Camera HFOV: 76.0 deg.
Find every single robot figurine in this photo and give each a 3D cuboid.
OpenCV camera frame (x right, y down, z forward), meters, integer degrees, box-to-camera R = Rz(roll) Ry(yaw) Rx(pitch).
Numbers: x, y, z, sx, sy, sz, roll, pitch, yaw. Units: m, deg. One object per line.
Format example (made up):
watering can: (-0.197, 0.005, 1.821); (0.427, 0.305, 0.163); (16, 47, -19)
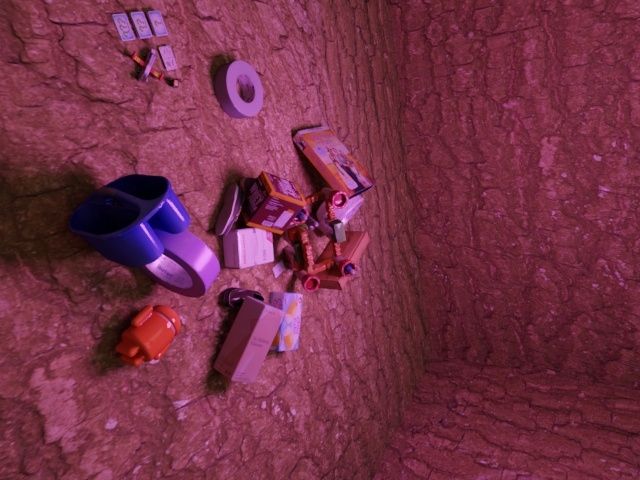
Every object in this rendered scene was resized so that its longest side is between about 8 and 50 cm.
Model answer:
robot figurine: (-0.539, 0.297, 1.311); (0.158, 0.128, 0.219); (49, 45, -9)

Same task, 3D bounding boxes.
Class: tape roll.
tape roll: (-0.332, -0.617, 1.684); (0.219, 0.072, 0.220); (1, 88, -57)
tape roll: (-0.460, 0.063, 1.293); (0.090, 0.274, 0.275); (-62, 138, -36)

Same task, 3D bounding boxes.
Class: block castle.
block castle: (0.000, 0.000, 1.945); (0.302, 0.212, 0.454); (-20, 119, -21)

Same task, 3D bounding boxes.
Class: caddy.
caddy: (-0.530, -0.074, 1.123); (0.241, 0.341, 0.179); (-56, 138, -32)

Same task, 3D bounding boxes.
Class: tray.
tray: (0.102, 0.097, 2.252); (0.411, 0.202, 0.076); (-55, 136, -42)

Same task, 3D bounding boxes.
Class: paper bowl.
paper bowl: (0.090, -0.162, 2.209); (0.148, 0.284, 0.284); (43, 38, 8)

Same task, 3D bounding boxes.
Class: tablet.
tablet: (-0.199, 0.136, 1.960); (0.083, 0.006, 0.054); (-44, 126, -48)

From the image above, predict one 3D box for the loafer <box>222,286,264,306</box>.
loafer: (-0.315, 0.235, 1.708); (0.220, 0.078, 0.080); (6, 85, -58)

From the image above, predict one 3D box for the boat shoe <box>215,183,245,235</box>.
boat shoe: (-0.355, -0.114, 1.640); (0.068, 0.081, 0.228); (39, 56, -46)

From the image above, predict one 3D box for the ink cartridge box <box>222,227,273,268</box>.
ink cartridge box: (-0.301, 0.026, 1.718); (0.217, 0.092, 0.159); (-11, 99, -59)

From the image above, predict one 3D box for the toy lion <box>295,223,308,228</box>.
toy lion: (-0.097, -0.074, 2.057); (0.100, 0.096, 0.034); (-2, 93, -17)

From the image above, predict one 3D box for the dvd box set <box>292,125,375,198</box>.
dvd box set: (0.079, -0.409, 2.130); (0.421, 0.062, 0.307); (52, 36, 6)

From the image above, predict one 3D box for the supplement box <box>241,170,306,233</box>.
supplement box: (-0.202, -0.154, 1.714); (0.191, 0.194, 0.129); (15, 36, -43)

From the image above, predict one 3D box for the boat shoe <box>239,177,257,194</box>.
boat shoe: (-0.236, -0.210, 1.818); (0.285, 0.092, 0.103); (24, 70, -56)

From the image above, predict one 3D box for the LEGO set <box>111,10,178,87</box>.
LEGO set: (-0.550, -0.625, 1.355); (0.182, 0.060, 0.245); (-41, 124, -46)

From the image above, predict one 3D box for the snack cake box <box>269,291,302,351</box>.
snack cake box: (-0.169, 0.378, 1.931); (0.152, 0.089, 0.265); (15, 77, -56)

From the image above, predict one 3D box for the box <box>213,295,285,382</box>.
box: (-0.283, 0.396, 1.647); (0.148, 0.121, 0.312); (32, 79, -52)
